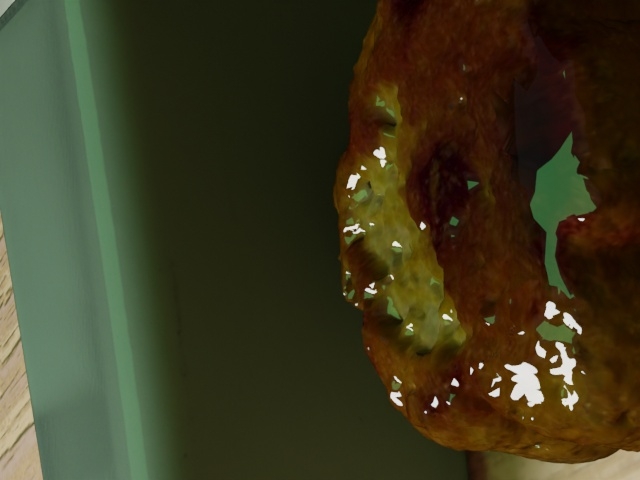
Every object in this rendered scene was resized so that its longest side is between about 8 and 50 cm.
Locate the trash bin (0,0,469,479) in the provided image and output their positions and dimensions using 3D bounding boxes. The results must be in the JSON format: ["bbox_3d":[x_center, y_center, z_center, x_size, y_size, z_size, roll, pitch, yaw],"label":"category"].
[{"bbox_3d":[-0.047,0.038,0.706,0.158,0.222,0.344,-21,74,54],"label":"trash bin"}]

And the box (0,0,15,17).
[{"bbox_3d":[-0.291,-0.214,1.213,0.274,0.091,0.221,32,115,54],"label":"box"}]

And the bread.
[{"bbox_3d":[0.100,-0.016,0.555,0.232,0.135,0.247,-39,56,54],"label":"bread"}]
